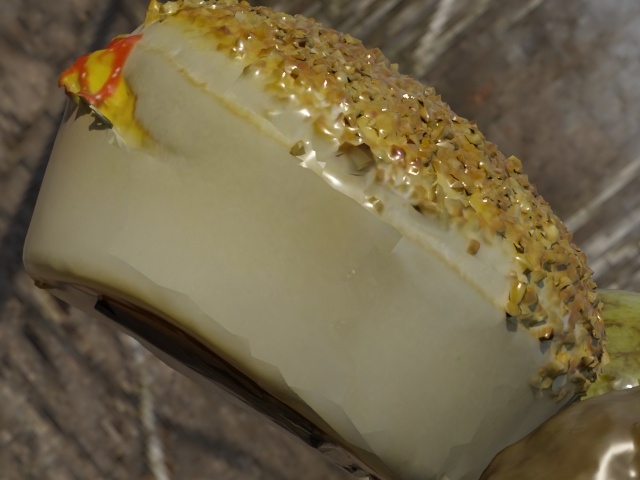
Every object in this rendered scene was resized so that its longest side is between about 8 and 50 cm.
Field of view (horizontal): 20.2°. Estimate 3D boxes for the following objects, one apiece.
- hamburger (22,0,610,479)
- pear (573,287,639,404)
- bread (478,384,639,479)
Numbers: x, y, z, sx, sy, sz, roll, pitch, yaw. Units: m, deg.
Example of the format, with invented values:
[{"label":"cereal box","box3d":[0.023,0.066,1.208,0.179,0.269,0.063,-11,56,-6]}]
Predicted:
[{"label":"hamburger","box3d":[0.000,0.000,0.852,0.294,0.179,0.276,30,-6,16]},{"label":"pear","box3d":[0.206,0.164,1.273,0.283,0.283,0.283,51,6,-7]},{"label":"bread","box3d":[0.107,0.134,0.361,0.230,0.230,0.123,57,-3,41]}]
